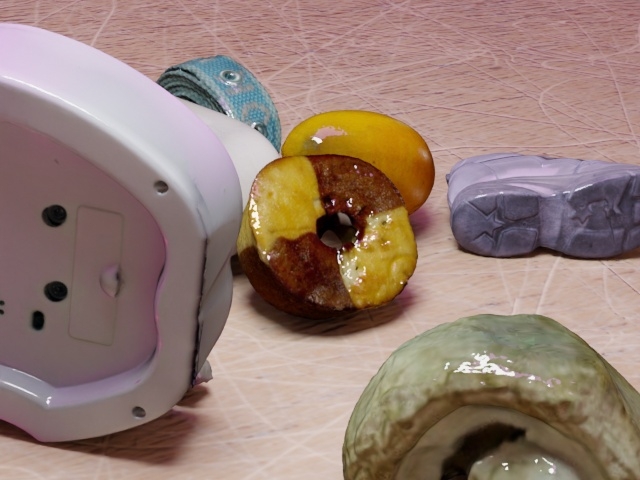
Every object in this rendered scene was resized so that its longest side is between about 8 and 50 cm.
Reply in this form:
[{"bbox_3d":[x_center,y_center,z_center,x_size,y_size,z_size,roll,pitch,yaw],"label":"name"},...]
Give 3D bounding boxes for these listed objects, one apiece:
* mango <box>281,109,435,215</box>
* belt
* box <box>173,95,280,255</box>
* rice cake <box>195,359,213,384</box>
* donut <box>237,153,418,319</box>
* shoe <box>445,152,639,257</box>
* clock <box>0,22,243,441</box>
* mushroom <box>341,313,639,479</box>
[{"bbox_3d":[0.035,-0.077,1.875,0.145,0.112,0.219,1,-7,25],"label":"mango"},{"bbox_3d":[-0.115,-0.123,1.969,0.082,0.147,0.163,-17,6,-35],"label":"belt"},{"bbox_3d":[-0.221,-0.045,1.776,0.289,0.141,0.349,20,29,28],"label":"box"},{"bbox_3d":[-0.194,0.097,1.590,0.207,0.036,0.047,9,9,7],"label":"rice cake"},{"bbox_3d":[0.000,0.000,1.740,0.184,0.073,0.166,-21,79,-38],"label":"donut"},{"bbox_3d":[0.247,-0.049,1.950,0.245,0.095,0.137,-4,29,-8],"label":"shoe"},{"bbox_3d":[-0.231,0.001,1.465,0.338,0.338,0.102,10,28,8],"label":"clock"},{"bbox_3d":[0.161,0.140,1.449,0.267,0.164,0.189,12,27,13],"label":"mushroom"}]
